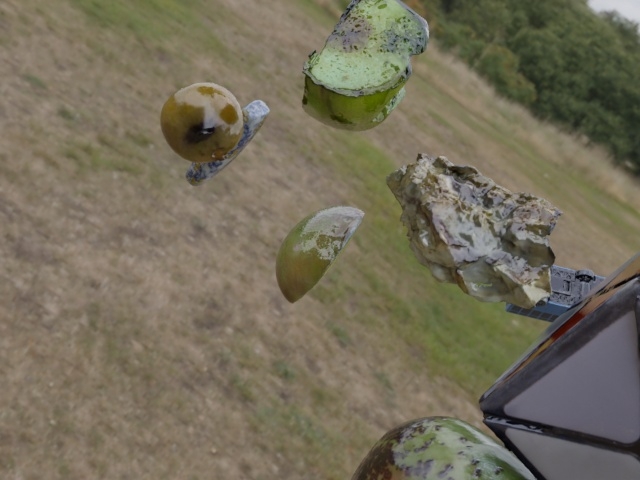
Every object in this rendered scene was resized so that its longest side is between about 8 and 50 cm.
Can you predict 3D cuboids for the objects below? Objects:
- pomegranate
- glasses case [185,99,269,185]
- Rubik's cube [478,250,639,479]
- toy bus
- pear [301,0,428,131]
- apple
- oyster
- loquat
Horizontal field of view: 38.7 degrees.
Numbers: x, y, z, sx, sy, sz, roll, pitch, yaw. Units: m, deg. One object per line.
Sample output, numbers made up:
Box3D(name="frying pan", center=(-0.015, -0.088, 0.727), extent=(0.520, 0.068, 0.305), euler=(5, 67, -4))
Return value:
Box3D(name="pomegranate", center=(0.121, 0.364, 1.116), extent=(0.341, 0.285, 0.285), euler=(4, 36, -45))
Box3D(name="glasses case", center=(-0.197, -0.202, 1.914), extent=(0.065, 0.248, 0.087), euler=(47, 36, 0))
Box3D(name="Rubik's cube", center=(0.424, 0.174, 1.046), extent=(0.310, 0.305, 0.307), euler=(48, 39, 8))
Box3D(name="toy bus", center=(0.568, 0.132, 2.165), extent=(0.234, 0.133, 0.116), euler=(14, 60, -3))
Box3D(name="pear", center=(0.067, -0.275, 1.621), extent=(0.164, 0.238, 0.255), euler=(29, -27, 4))
Box3D(name="apple", center=(0.000, 0.000, 1.951), extent=(0.120, 0.193, 0.265), euler=(40, 51, -7))
Box3D(name="oyster", center=(0.234, -0.025, 1.507), extent=(0.355, 0.201, 0.107), euler=(30, 3, 35))
Box3D(name="loquat", center=(-0.216, -0.217, 1.662), extent=(0.163, 0.163, 0.137), euler=(44, 18, 19))
